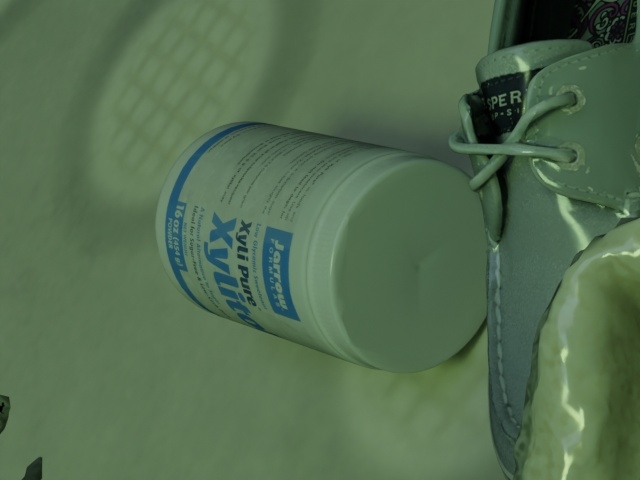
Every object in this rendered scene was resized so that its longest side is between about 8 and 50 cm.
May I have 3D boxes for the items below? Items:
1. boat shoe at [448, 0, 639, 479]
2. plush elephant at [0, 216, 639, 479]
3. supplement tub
[{"bbox_3d":[0.073,-0.033,0.570,0.079,0.081,0.227,-16,52,43],"label":"boat shoe"},{"bbox_3d":[0.057,0.128,0.361,0.255,0.272,0.330,-22,75,-9],"label":"plush elephant"},{"bbox_3d":[0.000,0.000,0.643,0.107,0.071,0.071,15,76,55],"label":"supplement tub"}]
